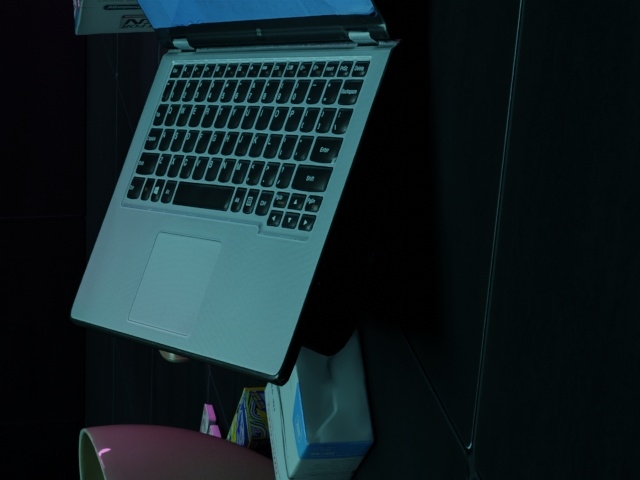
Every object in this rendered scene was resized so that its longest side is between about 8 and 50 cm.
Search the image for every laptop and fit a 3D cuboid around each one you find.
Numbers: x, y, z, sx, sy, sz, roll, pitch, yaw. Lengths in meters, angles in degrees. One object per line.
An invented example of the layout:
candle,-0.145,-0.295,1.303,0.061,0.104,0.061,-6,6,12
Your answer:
laptop,-0.139,-0.140,1.400,0.382,0.236,0.408,8,78,60

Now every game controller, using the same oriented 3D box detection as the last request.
game controller,0.000,0.000,1.467,0.319,0.067,0.166,-167,89,-78

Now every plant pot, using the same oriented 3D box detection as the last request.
plant pot,-0.108,0.299,1.734,0.284,0.191,0.284,170,90,-76

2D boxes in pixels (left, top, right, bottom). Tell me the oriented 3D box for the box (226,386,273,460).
box,-0.060,0.206,1.847,0.169,0.054,0.059,109,156,-60

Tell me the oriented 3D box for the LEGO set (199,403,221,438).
LEGO set,-0.133,0.349,2.265,0.182,0.060,0.244,-118,37,-70

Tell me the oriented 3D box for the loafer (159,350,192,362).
loafer,-0.190,0.103,2.404,0.148,0.056,0.050,-109,14,-51

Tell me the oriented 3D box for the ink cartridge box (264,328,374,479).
ink cartridge box,-0.006,0.157,1.583,0.180,0.060,0.104,113,151,-62

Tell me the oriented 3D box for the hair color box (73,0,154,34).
hair color box,-0.171,-0.342,1.966,0.347,0.173,0.105,120,145,-67
